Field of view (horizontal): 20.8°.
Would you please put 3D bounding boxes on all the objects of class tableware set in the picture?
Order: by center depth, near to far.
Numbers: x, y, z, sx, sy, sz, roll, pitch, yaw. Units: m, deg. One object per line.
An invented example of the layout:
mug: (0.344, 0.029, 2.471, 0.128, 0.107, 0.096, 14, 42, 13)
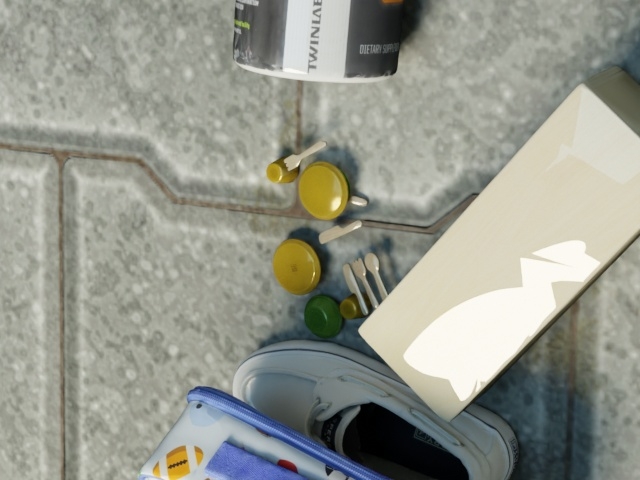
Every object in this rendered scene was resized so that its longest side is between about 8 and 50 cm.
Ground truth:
tableware set: (0.000, 0.000, 1.432, 0.104, 0.024, 0.154, -25, 86, 35)

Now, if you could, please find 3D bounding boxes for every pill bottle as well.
pill bottle: (0.005, -0.249, 1.320, 0.130, 0.130, 0.245, 12, 105, 29)

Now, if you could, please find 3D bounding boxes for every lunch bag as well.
lunch bag: (0.016, 0.235, 1.340, 0.303, 0.243, 0.115, 23, 66, 25)

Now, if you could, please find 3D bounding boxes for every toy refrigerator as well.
toy refrigerator: (0.158, 0.004, 1.298, 0.102, 0.094, 0.269, 45, 119, 10)

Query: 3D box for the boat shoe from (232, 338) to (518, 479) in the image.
boat shoe: (0.029, 0.144, 1.401, 0.258, 0.084, 0.095, 11, 104, 29)
